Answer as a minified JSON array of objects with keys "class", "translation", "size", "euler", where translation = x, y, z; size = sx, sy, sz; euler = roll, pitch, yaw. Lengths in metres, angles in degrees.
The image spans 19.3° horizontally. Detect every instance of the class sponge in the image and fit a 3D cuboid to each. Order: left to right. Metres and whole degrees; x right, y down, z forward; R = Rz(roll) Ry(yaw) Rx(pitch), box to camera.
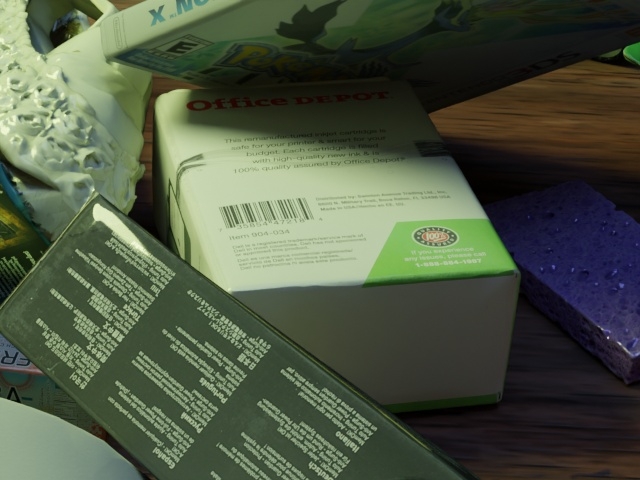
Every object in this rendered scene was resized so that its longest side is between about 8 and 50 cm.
[{"class":"sponge","translation":[0.206,0.026,1.375],"size":[0.117,0.031,0.210],"euler":[-16,37,-28]}]

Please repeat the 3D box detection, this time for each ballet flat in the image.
[{"class":"ballet flat","translation":[-0.198,-0.124,1.418],"size":[0.147,0.147,0.409],"euler":[-7,27,-16]}]

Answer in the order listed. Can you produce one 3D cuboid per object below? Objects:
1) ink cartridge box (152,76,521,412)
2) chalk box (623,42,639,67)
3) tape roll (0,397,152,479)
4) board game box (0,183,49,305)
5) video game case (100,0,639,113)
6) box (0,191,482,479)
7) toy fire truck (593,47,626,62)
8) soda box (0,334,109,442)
[{"class":"ink cartridge box","translation":[0.000,0.000,1.314],"size":[0.198,0.115,0.273],"euler":[-4,32,-13]},{"class":"chalk box","translation":[0.383,-0.108,1.473],"size":[0.289,0.179,0.180],"euler":[18,35,23]},{"class":"tape roll","translation":[-0.184,0.205,0.813],"size":[0.286,0.286,0.100],"euler":[-4,33,-12]},{"class":"board game box","translation":[-0.255,0.006,1.362],"size":[0.126,0.026,0.186],"euler":[-14,36,-25]},{"class":"video game case","translation":[0.059,-0.156,1.363],"size":[0.300,0.036,0.329],"euler":[-17,-17,33]},{"class":"box","translation":[0.060,0.161,0.902],"size":[0.395,0.318,0.097],"euler":[35,83,38]},{"class":"toy fire truck","translation":[0.194,-0.284,1.655],"size":[0.217,0.246,0.158],"euler":[16,54,18]},{"class":"soda box","translation":[-0.220,0.084,1.211],"size":[0.183,0.058,0.063],"euler":[7,32,4]}]
